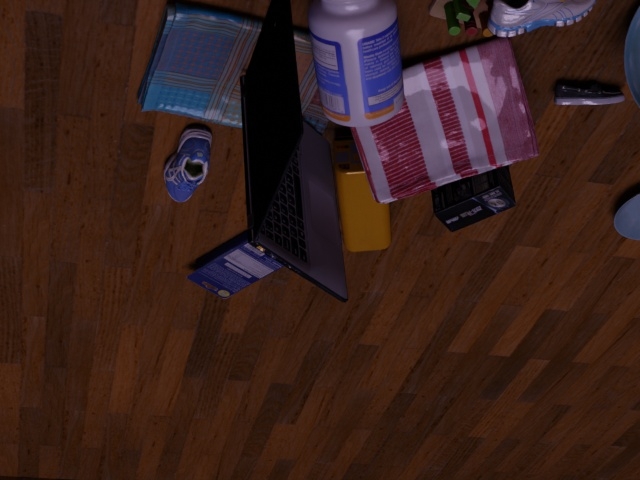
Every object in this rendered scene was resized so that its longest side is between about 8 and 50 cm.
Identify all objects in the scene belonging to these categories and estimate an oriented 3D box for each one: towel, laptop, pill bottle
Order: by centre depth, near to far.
[{"bbox_3d":[-0.009,-0.170,1.722,0.236,0.382,0.408,-27,139,27],"label":"laptop"},{"bbox_3d":[0.060,-0.343,1.727,0.152,0.152,0.272,-6,131,4],"label":"pill bottle"},{"bbox_3d":[-0.134,-0.303,1.879,0.370,0.040,0.271,10,142,-17],"label":"towel"},{"bbox_3d":[0.224,-0.221,1.890,0.329,0.037,0.237,-17,106,7],"label":"towel"}]

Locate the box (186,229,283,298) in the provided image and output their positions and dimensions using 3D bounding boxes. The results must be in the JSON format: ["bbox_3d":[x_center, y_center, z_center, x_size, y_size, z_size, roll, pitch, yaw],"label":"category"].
[{"bbox_3d":[-0.192,0.056,2.361,0.225,0.036,0.136,-30,136,29],"label":"box"}]

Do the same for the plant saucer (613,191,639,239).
[{"bbox_3d":[0.751,-0.071,2.263,0.195,0.037,0.195,-3,144,-2],"label":"plant saucer"}]

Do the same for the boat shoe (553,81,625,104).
[{"bbox_3d":[0.520,-0.284,1.950,0.142,0.049,0.040,-3,106,-8],"label":"boat shoe"}]

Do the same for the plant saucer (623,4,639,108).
[{"bbox_3d":[0.686,-0.323,1.737,0.318,0.317,0.044,-30,170,31],"label":"plant saucer"}]

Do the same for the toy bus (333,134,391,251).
[{"bbox_3d":[0.092,-0.086,2.112,0.108,0.130,0.332,-5,144,3],"label":"toy bus"}]

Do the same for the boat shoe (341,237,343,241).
[{"bbox_3d":[0.000,0.000,2.309,0.100,0.035,0.035,-15,115,21],"label":"boat shoe"}]

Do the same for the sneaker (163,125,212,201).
[{"bbox_3d":[-0.273,-0.140,2.052,0.080,0.081,0.211,6,144,-15],"label":"sneaker"}]

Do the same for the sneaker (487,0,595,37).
[{"bbox_3d":[0.371,-0.399,1.677,0.191,0.071,0.083,-18,144,-5],"label":"sneaker"}]

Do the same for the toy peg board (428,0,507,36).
[{"bbox_3d":[0.294,-0.410,1.732,0.161,0.079,0.161,10,142,-17],"label":"toy peg board"}]

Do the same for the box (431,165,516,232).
[{"bbox_3d":[0.299,-0.129,2.029,0.147,0.180,0.077,-24,137,25],"label":"box"}]
